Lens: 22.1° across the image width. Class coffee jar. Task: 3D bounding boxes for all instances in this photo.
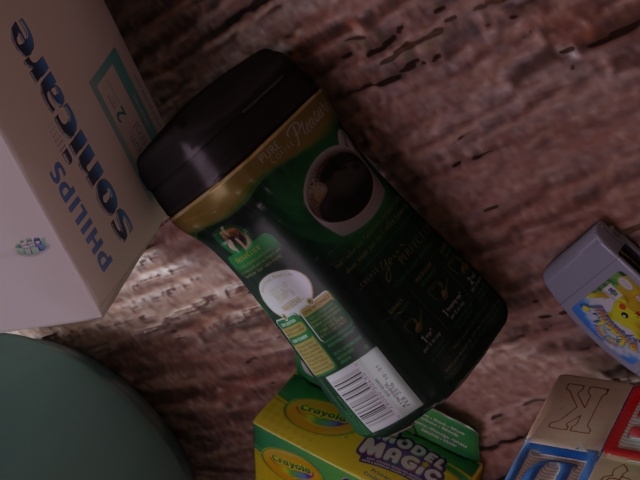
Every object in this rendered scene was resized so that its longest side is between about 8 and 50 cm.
[{"bbox_3d":[0.000,0.000,0.795,0.184,0.096,0.079,50,139,-7],"label":"coffee jar"}]

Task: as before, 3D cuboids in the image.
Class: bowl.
[{"bbox_3d":[-0.200,0.182,1.099,0.312,0.163,0.311,25,140,23],"label":"bowl"}]

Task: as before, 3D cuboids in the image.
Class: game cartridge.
[{"bbox_3d":[0.144,0.032,0.761,0.083,0.017,0.056,43,147,1],"label":"game cartridge"}]

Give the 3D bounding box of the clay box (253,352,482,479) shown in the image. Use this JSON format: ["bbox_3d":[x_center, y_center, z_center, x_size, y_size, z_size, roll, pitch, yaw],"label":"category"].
[{"bbox_3d":[0.025,0.170,0.972,0.127,0.053,0.222,24,140,23],"label":"clay box"}]

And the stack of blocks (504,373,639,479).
[{"bbox_3d":[0.208,0.165,0.691,0.297,0.171,0.087,4,139,39],"label":"stack of blocks"}]

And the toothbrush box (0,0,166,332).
[{"bbox_3d":[-0.248,-0.061,0.808,0.296,0.126,0.216,-9,122,27],"label":"toothbrush box"}]
